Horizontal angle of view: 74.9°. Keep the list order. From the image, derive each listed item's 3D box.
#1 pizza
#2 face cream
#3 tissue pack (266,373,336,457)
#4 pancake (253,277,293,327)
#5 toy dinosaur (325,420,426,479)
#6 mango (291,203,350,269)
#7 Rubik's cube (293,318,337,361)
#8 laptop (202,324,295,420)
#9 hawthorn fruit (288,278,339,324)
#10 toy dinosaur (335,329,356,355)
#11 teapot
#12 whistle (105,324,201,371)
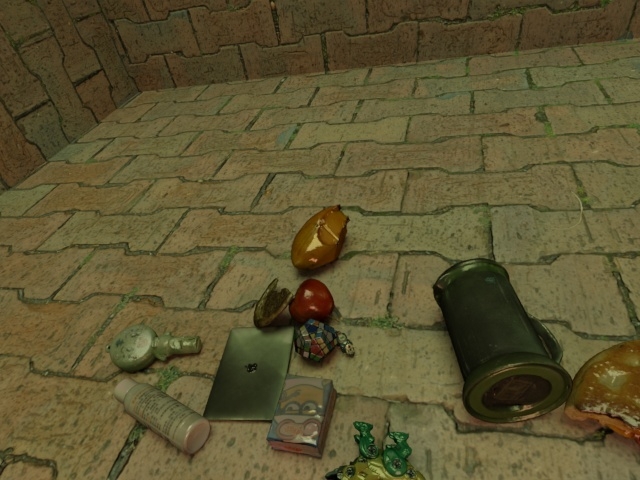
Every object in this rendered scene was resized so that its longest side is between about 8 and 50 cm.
[{"bbox_3d":[0.675,0.298,0.778,0.409,0.114,0.277,-17,38,-5],"label":"pizza"},{"bbox_3d":[-0.376,0.393,0.964,0.269,0.082,0.082,15,46,31],"label":"face cream"},{"bbox_3d":[-0.038,0.377,0.909,0.115,0.065,0.155,0,41,18],"label":"tissue pack"},{"bbox_3d":[-0.126,0.161,1.152,0.190,0.020,0.184,-28,28,43],"label":"pancake"},{"bbox_3d":[0.139,0.433,0.780,0.259,0.094,0.153,2,40,5],"label":"toy dinosaur"},{"bbox_3d":[0.000,0.000,1.314,0.154,0.126,0.252,27,59,24],"label":"mango"},{"bbox_3d":[-0.014,0.248,1.036,0.093,0.111,0.111,-2,32,-30],"label":"Rubik's cube"},{"bbox_3d":[-0.171,0.323,1.047,0.188,0.015,0.269,-4,39,10],"label":"laptop"},{"bbox_3d":[-0.021,0.170,1.112,0.125,0.125,0.140,-34,50,-25],"label":"hawthorn fruit"},{"bbox_3d":[0.058,0.255,1.046,0.030,0.047,0.083,-29,43,-17],"label":"toy dinosaur"},{"bbox_3d":[0.400,0.201,0.926,0.270,0.200,0.337,11,36,-9],"label":"teapot"},{"bbox_3d":[-0.452,0.288,1.129,0.258,0.067,0.126,-4,52,3],"label":"whistle"}]
